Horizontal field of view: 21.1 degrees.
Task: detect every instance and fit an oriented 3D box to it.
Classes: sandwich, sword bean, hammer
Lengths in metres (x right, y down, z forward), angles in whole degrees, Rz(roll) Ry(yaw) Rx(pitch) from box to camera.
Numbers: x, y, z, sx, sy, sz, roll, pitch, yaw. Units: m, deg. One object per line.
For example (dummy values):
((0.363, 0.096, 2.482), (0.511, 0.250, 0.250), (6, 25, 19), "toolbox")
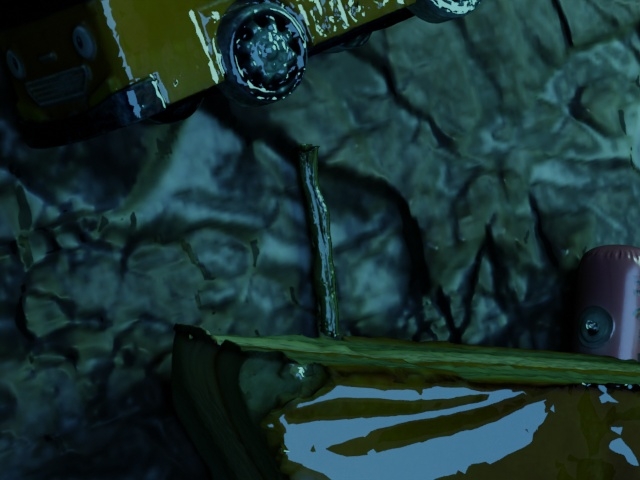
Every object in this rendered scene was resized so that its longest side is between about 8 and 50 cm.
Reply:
((0.051, 0.141, 0.666), (0.227, 0.155, 0.198), (6, 90, -22), "sandwich")
((0.000, 0.000, 0.729), (0.012, 0.012, 0.083), (-9, 92, -33), "sword bean")
((0.135, 0.043, 0.797), (0.043, 0.043, 0.083), (12, 82, -32), "hammer")

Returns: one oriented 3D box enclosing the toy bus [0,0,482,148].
((-0.028, -0.114, 0.663), (0.201, 0.098, 0.114), (-26, 101, -31), "toy bus")
